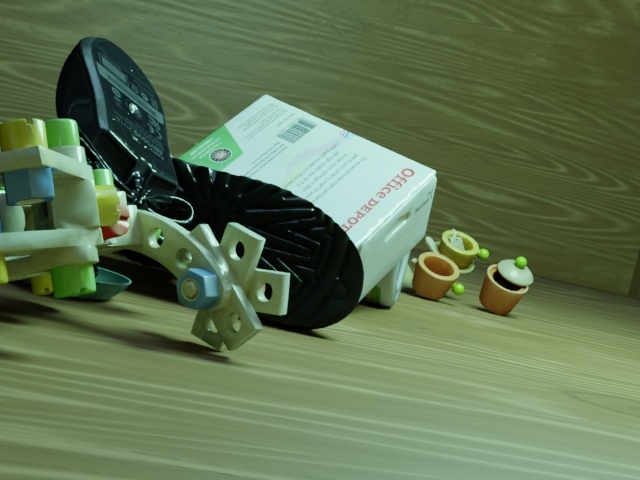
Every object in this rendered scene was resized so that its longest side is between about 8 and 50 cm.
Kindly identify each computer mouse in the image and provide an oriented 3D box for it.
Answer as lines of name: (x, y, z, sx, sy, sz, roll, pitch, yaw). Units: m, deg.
computer mouse: (-0.206, -0.095, 1.133, 0.188, 0.072, 0.272, 41, 21, -36)

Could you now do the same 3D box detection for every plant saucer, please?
plant saucer: (-0.237, 0.035, 1.106, 0.119, 0.021, 0.119, 14, 3, -1)

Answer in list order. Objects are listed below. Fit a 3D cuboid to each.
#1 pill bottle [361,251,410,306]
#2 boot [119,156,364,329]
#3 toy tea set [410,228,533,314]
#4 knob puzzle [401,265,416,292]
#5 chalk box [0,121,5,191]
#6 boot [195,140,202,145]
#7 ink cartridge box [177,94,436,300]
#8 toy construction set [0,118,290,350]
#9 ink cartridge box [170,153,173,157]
pill bottle: (0.000, 0.000, 1.667, 0.245, 0.136, 0.136, 14, 3, 9)
boot: (-0.108, 0.000, 1.329, 0.348, 0.131, 0.260, 26, -7, 8)
toy tea set: (0.196, 0.005, 1.971, 0.336, 0.124, 0.200, 14, 33, -14)
knob puzzle: (0.063, 0.015, 2.026, 0.213, 0.030, 0.213, 23, 32, -15)
chalk box: (-0.363, -0.063, 1.301, 0.213, 0.132, 0.132, 16, 4, 38)
boot: (-0.199, -0.066, 1.726, 0.213, 0.165, 0.077, 13, 2, -38)
ink cartridge box: (-0.020, -0.053, 1.531, 0.278, 0.117, 0.201, 26, 45, 23)
toy construction set: (-0.176, -0.004, 0.894, 0.215, 0.151, 0.327, -13, -20, 32)
ink cartridge box: (-0.273, -0.076, 1.513, 0.181, 0.056, 0.224, -28, -3, 1)
